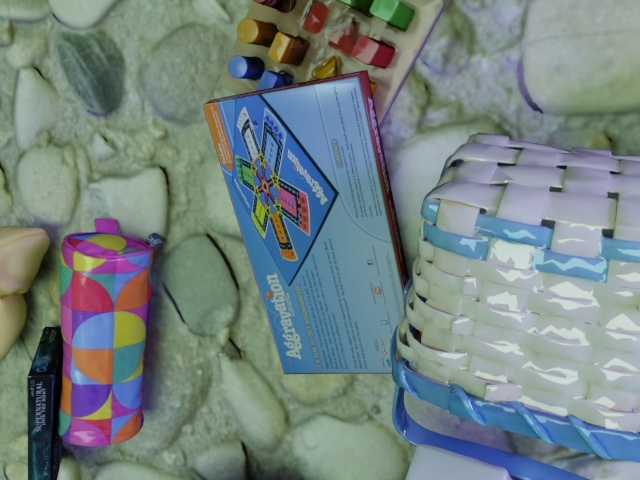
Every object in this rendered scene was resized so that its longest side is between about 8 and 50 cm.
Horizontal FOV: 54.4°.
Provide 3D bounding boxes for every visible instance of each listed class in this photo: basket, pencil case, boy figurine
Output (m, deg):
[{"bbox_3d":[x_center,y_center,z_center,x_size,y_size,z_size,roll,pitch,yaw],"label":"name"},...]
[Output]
[{"bbox_3d":[0.179,0.079,0.460,0.254,0.201,0.289,12,119,22],"label":"basket"},{"bbox_3d":[-0.233,0.102,0.677,0.104,0.104,0.236,13,104,18],"label":"pencil case"},{"bbox_3d":[-0.423,0.074,0.745,0.285,0.092,0.177,-28,88,27],"label":"boy figurine"}]

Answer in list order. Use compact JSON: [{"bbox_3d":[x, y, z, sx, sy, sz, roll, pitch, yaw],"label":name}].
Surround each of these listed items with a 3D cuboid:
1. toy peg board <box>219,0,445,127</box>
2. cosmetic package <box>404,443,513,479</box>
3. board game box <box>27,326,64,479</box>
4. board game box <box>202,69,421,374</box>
[{"bbox_3d":[-0.007,-0.171,0.538,0.161,0.079,0.161,33,111,12],"label":"toy peg board"},{"bbox_3d":[0.089,0.294,0.486,0.085,0.231,0.117,6,146,33],"label":"cosmetic package"},{"bbox_3d":[-0.316,0.209,0.719,0.026,0.126,0.186,3,105,-18],"label":"board game box"},{"bbox_3d":[0.000,0.000,0.566,0.145,0.027,0.281,-5,114,21],"label":"board game box"}]
